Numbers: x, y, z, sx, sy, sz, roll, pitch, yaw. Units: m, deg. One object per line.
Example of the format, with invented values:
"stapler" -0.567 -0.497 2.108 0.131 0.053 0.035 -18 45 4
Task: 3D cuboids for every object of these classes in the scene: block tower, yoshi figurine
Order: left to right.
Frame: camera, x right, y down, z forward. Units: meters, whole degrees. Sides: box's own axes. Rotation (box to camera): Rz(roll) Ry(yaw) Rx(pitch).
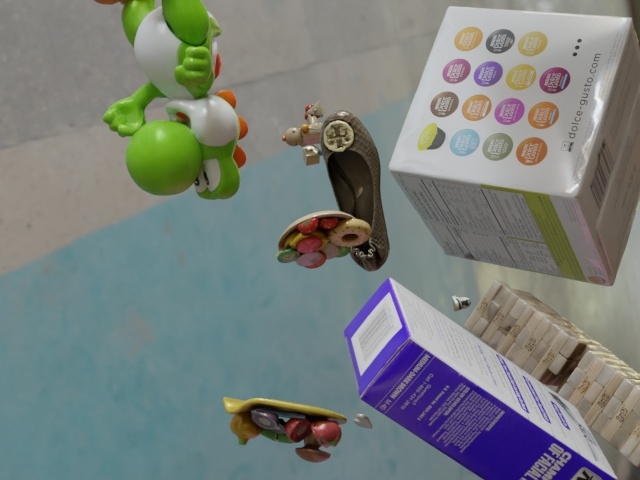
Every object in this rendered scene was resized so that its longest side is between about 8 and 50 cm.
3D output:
"yoshi figurine" -0.225 -0.217 1.664 0.203 0.203 0.362 -101 174 -80
"block tower" 0.369 0.187 1.690 0.097 0.335 0.091 14 111 -53

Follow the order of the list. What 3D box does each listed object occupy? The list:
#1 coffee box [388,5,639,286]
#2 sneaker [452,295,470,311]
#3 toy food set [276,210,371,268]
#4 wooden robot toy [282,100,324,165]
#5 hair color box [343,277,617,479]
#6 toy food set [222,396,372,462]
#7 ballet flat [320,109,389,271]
"coffee box" 0.364 -0.164 2.027 0.338 0.334 0.337 49 58 -55
"sneaker" 0.288 0.126 2.379 0.083 0.037 0.031 -17 100 -82
"toy food set" 0.000 0.000 1.104 0.083 0.082 0.020 9 52 -39
"wooden robot toy" -0.038 -0.202 2.194 0.173 0.079 0.076 100 -27 -63
"hair color box" 0.197 0.206 1.475 0.339 0.110 0.185 33 15 -16
"toy food set" -0.036 0.272 1.648 0.128 0.218 0.071 93 6 -75
"ballet flat" 0.051 -0.070 1.738 0.058 0.084 0.249 -43 124 -61
